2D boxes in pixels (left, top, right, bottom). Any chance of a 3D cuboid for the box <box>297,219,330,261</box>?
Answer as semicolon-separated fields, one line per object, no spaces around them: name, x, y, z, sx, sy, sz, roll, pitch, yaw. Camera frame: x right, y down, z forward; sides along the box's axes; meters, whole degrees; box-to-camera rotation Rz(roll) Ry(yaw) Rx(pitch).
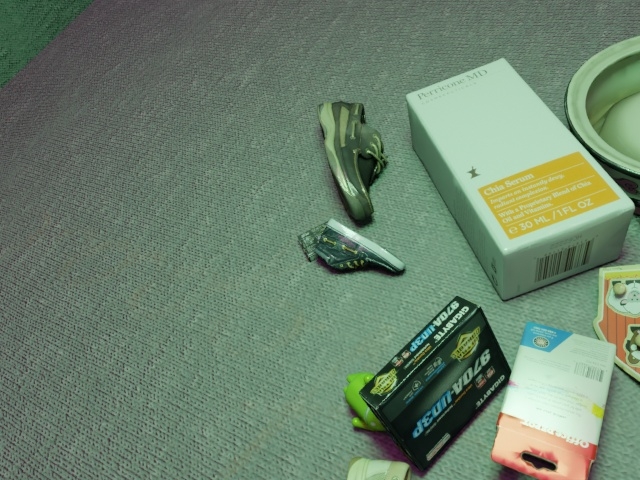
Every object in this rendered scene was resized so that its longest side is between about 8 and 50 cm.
box;0.000;0.000;1.157;0.083;0.018;0.067;-27;51;-3

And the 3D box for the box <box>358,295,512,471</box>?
box;0.183;0.219;0.834;0.220;0.175;0.051;-41;31;-14

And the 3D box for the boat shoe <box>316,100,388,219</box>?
boat shoe;0.080;-0.202;1.211;0.130;0.132;0.355;-16;53;6

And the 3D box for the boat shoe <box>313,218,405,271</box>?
boat shoe;0.076;0.034;1.087;0.183;0.065;0.083;31;93;21

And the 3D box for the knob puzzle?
knob puzzle;0.506;0.128;0.825;0.213;0.030;0.213;-26;57;49

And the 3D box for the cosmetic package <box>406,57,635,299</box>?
cosmetic package;0.356;-0.137;1.055;0.230;0.161;0.453;-21;50;2

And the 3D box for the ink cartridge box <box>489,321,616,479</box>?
ink cartridge box;0.350;0.253;0.819;0.134;0.078;0.231;14;60;27

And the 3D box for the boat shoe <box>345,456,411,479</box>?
boat shoe;0.077;0.454;0.742;0.098;0.109;0.302;-4;48;17

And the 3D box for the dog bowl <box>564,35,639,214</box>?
dog bowl;0.671;-0.209;1.015;0.408;0.150;0.407;-9;52;12

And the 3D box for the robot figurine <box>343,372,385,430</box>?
robot figurine;0.086;0.264;0.894;0.067;0.101;0.115;2;22;-35
